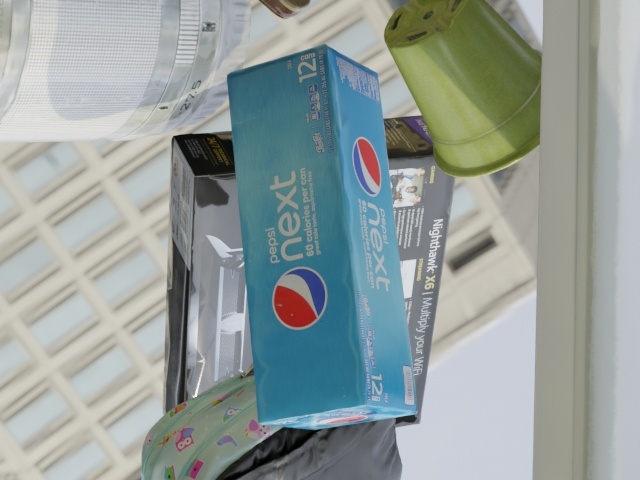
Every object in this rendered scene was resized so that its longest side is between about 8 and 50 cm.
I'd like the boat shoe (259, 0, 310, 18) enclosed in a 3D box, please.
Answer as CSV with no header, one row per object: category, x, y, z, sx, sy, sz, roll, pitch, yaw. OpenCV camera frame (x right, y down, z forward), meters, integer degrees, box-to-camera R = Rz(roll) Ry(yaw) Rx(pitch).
boat shoe,-0.078,-0.270,1.409,0.060,0.178,0.064,-47,169,36

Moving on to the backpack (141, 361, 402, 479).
backpack,-0.036,0.160,1.101,0.182,0.152,0.115,-26,-147,-26

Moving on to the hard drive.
hard drive,0.171,-0.009,0.699,0.040,0.307,0.203,-4,173,44

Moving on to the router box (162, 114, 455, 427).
router box,-0.016,0.045,1.396,0.243,0.308,0.081,-6,-147,-19

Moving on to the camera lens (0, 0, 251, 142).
camera lens,-0.225,-0.192,1.275,0.274,0.219,0.219,-5,179,-42

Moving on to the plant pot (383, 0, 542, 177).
plant pot,0.074,-0.088,0.775,0.083,0.079,0.083,-27,-146,21

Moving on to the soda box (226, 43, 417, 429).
soda box,0.000,0.000,0.880,0.071,0.210,0.067,-13,164,27
